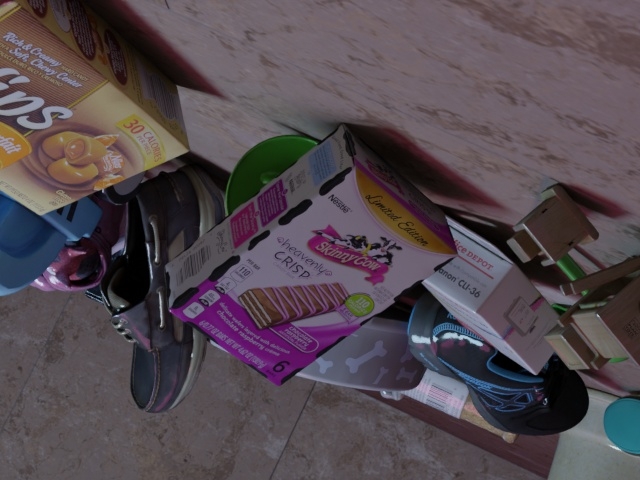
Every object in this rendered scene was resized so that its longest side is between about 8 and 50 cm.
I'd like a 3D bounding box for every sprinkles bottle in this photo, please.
[{"bbox_3d":[0.146,0.174,2.188,0.355,0.121,0.121,24,170,12],"label":"sprinkles bottle"}]

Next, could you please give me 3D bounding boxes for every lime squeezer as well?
[{"bbox_3d":[0.285,0.071,1.525,0.110,0.059,0.310,55,180,16],"label":"lime squeezer"}]

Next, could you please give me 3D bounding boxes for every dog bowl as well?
[{"bbox_3d":[-0.004,0.112,1.995,0.348,0.102,0.349,14,-175,-1],"label":"dog bowl"}]

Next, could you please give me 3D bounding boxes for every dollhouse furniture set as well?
[{"bbox_3d":[0.236,0.020,1.311,0.161,0.101,0.182,51,169,-2],"label":"dollhouse furniture set"}]

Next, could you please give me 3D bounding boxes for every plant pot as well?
[{"bbox_3d":[0.448,0.421,2.179,0.334,0.305,0.334,25,170,4],"label":"plant pot"}]

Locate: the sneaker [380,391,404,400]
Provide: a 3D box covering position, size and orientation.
[{"bbox_3d":[0.055,0.160,2.374,0.292,0.118,0.110,32,170,-28],"label":"sneaker"}]

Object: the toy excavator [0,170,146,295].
[{"bbox_3d":[-0.421,-0.019,1.632,0.222,0.445,0.433,22,170,20],"label":"toy excavator"}]

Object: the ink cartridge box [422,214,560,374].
[{"bbox_3d":[0.164,0.050,1.533,0.115,0.067,0.198,34,173,42],"label":"ink cartridge box"}]

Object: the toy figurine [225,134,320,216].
[{"bbox_3d":[0.005,-0.039,1.534,0.173,0.130,0.159,-1,179,11],"label":"toy figurine"}]

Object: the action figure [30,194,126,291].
[{"bbox_3d":[-0.352,0.001,1.995,0.276,0.248,0.370,60,178,-27],"label":"action figure"}]

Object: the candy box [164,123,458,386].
[{"bbox_3d":[-0.010,0.020,1.407,0.159,0.233,0.071,38,-157,-34],"label":"candy box"}]

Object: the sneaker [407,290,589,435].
[{"bbox_3d":[0.256,0.175,1.902,0.139,0.125,0.341,8,163,47],"label":"sneaker"}]

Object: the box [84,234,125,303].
[{"bbox_3d":[-0.268,0.040,2.362,0.147,0.180,0.077,27,172,-1],"label":"box"}]

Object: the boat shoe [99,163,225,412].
[{"bbox_3d":[-0.221,0.065,1.912,0.130,0.355,0.132,-5,-151,-29],"label":"boat shoe"}]

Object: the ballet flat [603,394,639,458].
[{"bbox_3d":[0.451,0.241,1.913,0.086,0.086,0.248,28,170,-11],"label":"ballet flat"}]

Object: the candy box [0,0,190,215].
[{"bbox_3d":[-0.277,-0.144,1.388,0.183,0.087,0.316,-23,151,15],"label":"candy box"}]
